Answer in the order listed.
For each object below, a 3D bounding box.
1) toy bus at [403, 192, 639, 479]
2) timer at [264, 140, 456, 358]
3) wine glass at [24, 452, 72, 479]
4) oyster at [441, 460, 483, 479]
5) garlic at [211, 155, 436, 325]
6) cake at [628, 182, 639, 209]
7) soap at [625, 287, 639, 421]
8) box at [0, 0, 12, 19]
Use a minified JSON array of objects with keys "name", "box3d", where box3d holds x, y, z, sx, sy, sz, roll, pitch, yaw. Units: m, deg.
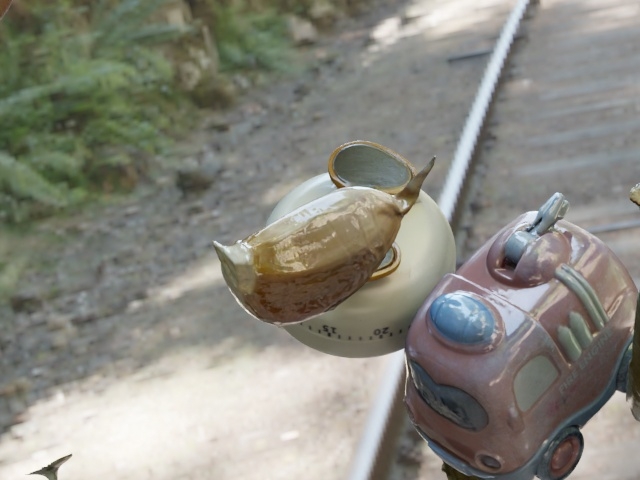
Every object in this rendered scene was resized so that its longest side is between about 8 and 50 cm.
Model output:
[{"name":"toy bus","box3d":[0.214,0.103,1.552,0.294,0.232,0.197,-45,47,-15]},{"name":"timer","box3d":[0.040,0.037,1.677,0.233,0.240,0.233,1,52,-1]},{"name":"wine glass","box3d":[-0.329,0.428,1.961,0.074,0.262,0.074,-21,-3,-1]},{"name":"oyster","box3d":[0.212,0.223,1.776,0.110,0.341,0.166,-15,-36,44]},{"name":"garlic","box3d":[0.008,0.000,1.219,0.198,0.090,0.128,-22,-21,-12]},{"name":"cake","box3d":[0.559,-0.028,1.969,0.112,0.246,0.135,-56,31,-11]},{"name":"soap","box3d":[0.439,0.107,1.312,0.293,0.156,0.335,19,-20,16]},{"name":"box","box3d":[-0.424,-0.296,1.317,0.216,0.301,0.301,0,17,17]}]
